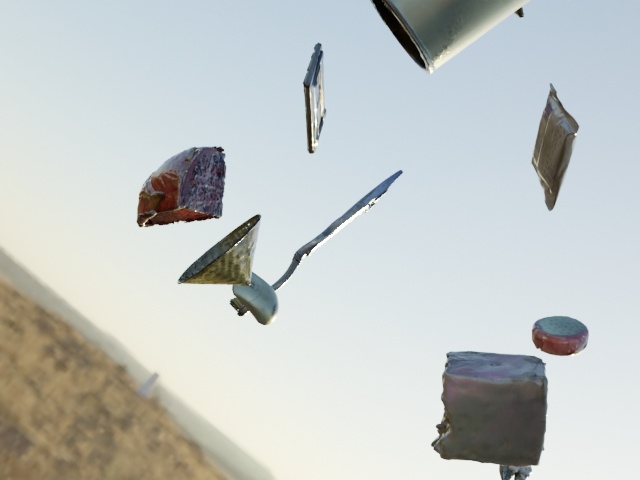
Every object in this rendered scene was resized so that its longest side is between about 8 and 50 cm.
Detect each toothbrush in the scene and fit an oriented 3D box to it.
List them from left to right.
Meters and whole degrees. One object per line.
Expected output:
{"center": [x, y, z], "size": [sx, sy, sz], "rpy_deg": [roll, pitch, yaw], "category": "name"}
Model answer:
{"center": [0.000, 0.000, 2.053], "size": [0.042, 0.413, 0.035], "rpy_deg": [49, -11, 8], "category": "toothbrush"}

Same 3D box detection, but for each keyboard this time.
{"center": [-0.007, -0.174, 1.392], "size": [0.013, 0.061, 0.204], "rpy_deg": [14, -17, 6], "category": "keyboard"}

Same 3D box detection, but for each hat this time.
{"center": [-0.116, 0.034, 1.485], "size": [0.067, 0.146, 0.146], "rpy_deg": [51, -13, -9], "category": "hat"}

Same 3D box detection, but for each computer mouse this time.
{"center": [-0.097, 0.085, 1.717], "size": [0.032, 0.056, 0.110], "rpy_deg": [-12, -49, 41], "category": "computer mouse"}

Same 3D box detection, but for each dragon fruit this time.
{"center": [-0.234, -0.084, 1.703], "size": [0.161, 0.127, 0.120], "rpy_deg": [-10, -17, 28], "category": "dragon fruit"}

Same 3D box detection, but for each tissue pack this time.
{"center": [0.403, -0.161, 1.930], "size": [0.193, 0.026, 0.123], "rpy_deg": [94, -16, -44], "category": "tissue pack"}

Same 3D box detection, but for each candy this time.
{"center": [0.290, 0.287, 1.864], "size": [0.195, 0.185, 0.137], "rpy_deg": [4, 15, 4], "category": "candy"}
{"center": [0.433, 0.172, 2.002], "size": [0.103, 0.103, 0.043], "rpy_deg": [27, -55, 49], "category": "candy"}

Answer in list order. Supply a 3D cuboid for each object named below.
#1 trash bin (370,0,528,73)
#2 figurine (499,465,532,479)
{"center": [0.252, -0.482, 2.130], "size": [0.277, 0.262, 0.217], "rpy_deg": [51, 4, -40], "category": "trash bin"}
{"center": [0.415, 0.483, 2.330], "size": [0.082, 0.086, 0.094], "rpy_deg": [0, -18, 34], "category": "figurine"}
